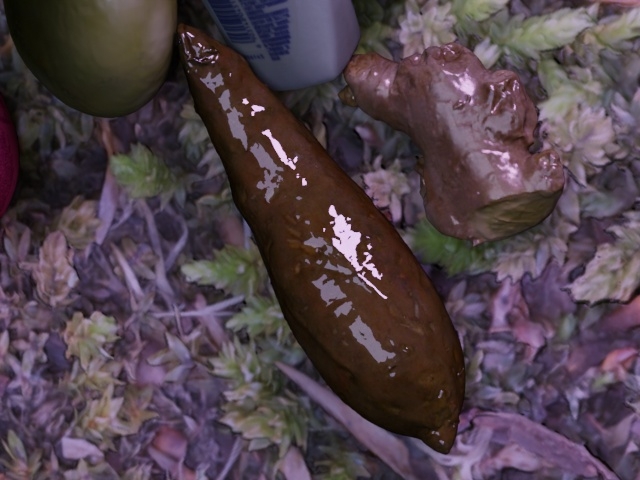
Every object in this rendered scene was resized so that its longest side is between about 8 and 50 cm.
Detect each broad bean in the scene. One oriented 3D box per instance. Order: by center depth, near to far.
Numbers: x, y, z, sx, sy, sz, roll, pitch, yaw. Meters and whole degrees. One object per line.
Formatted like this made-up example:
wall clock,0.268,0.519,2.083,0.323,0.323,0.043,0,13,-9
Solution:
broad bean,-0.212,-0.239,1.612,0.291,0.119,0.238,61,146,27

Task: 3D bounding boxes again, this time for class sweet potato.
sweet potato,0.000,-0.002,1.573,0.130,0.130,0.423,-32,87,20

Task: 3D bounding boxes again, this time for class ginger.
ginger,0.115,-0.098,1.559,0.137,0.074,0.213,-41,74,19

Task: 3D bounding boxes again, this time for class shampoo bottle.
shampoo bottle,-0.079,-0.281,1.496,0.134,0.078,0.359,-1,135,36

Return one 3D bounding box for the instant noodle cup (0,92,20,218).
instant noodle cup,-0.392,-0.075,1.689,0.302,0.181,0.258,32,104,15
